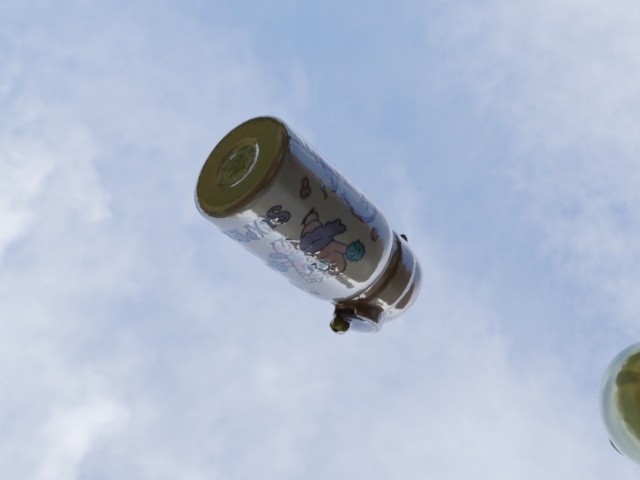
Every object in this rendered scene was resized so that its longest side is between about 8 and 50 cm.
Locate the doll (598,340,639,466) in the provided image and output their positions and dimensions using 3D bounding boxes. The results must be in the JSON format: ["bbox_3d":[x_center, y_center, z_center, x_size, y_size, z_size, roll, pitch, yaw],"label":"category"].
[{"bbox_3d":[0.287,0.083,0.722,0.117,0.296,0.141,-24,-112,-25],"label":"doll"}]

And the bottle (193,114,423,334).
[{"bbox_3d":[0.000,0.000,0.826,0.097,0.209,0.110,-7,-126,43],"label":"bottle"}]
